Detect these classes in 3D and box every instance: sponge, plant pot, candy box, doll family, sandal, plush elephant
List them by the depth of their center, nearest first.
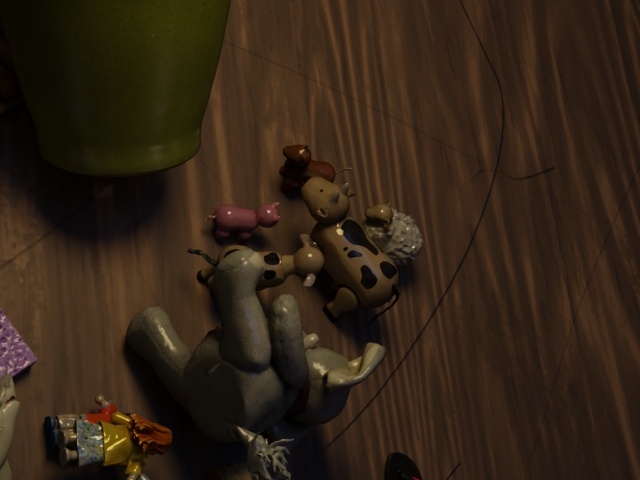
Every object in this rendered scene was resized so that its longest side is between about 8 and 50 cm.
[{"bbox_3d":[-0.263,0.325,1.640,0.163,0.118,0.263,1,69,-30],"label":"doll family"},{"bbox_3d":[-0.487,0.111,1.655,0.117,0.031,0.210,-35,89,-38],"label":"sponge"},{"bbox_3d":[-0.286,-0.290,1.738,0.366,0.366,0.353,-19,122,-38],"label":"plant pot"},{"bbox_3d":[-0.061,0.181,1.757,0.255,0.272,0.330,-9,65,-51],"label":"plush elephant"},{"bbox_3d":[-0.516,-0.264,1.802,0.186,0.053,0.109,46,51,-8],"label":"candy box"},{"bbox_3d":[0.150,0.413,1.916,0.067,0.040,0.179,-5,71,-34],"label":"sandal"}]

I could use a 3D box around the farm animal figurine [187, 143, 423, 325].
[{"bbox_3d":[0.000,0.000,1.932,0.327,0.172,0.330,39,53,-12],"label":"farm animal figurine"}]

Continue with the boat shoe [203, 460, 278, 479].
[{"bbox_3d":[-0.056,0.466,1.707,0.110,0.121,0.341,-9,72,-35],"label":"boat shoe"}]

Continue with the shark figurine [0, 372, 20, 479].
[{"bbox_3d":[-0.468,0.283,1.527,0.278,0.116,0.166,-48,141,-73],"label":"shark figurine"}]
